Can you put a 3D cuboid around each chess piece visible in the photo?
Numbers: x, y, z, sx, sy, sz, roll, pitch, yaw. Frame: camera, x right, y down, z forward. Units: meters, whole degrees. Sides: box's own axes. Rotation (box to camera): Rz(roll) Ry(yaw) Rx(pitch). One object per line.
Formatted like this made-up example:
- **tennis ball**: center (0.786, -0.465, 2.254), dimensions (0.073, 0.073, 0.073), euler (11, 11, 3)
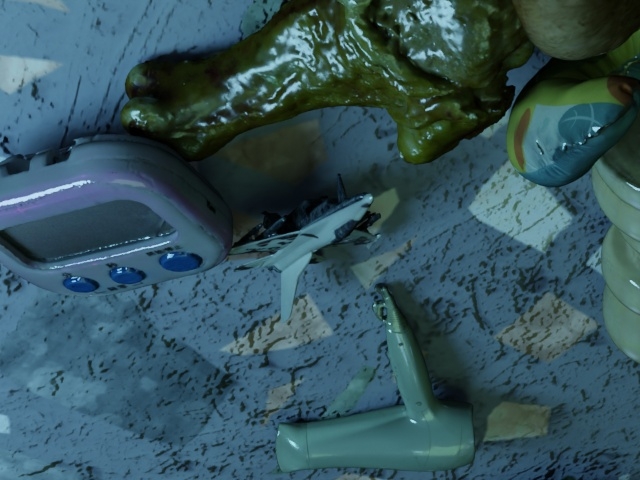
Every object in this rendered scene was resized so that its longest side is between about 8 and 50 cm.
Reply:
- **chess piece**: center (0.328, 0.001, 1.598), dimensions (0.167, 0.167, 0.300), euler (-9, 140, 0)

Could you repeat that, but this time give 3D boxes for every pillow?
- **pillow**: center (0.244, -0.135, 1.398), dimensions (0.233, 0.214, 0.086), euler (-44, 98, -13)

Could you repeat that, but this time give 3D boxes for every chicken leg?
- **chicken leg**: center (0.030, -0.138, 1.428), dimensions (0.361, 0.140, 0.211), euler (-27, 115, 31)

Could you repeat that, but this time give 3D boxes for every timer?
- **timer**: center (-0.189, -0.020, 1.504), dimensions (0.208, 0.069, 0.191), euler (-12, 150, 24)

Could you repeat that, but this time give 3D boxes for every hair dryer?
- **hair dryer**: center (0.050, 0.139, 1.745), dimensions (0.206, 0.075, 0.237), euler (-4, 126, 3)

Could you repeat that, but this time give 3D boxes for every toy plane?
- **toy plane**: center (-0.006, -0.012, 1.553), dimensions (0.160, 0.082, 0.234), euler (-4, 153, -25)

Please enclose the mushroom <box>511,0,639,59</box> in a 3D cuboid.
- **mushroom**: center (0.196, -0.268, 1.263), dimensions (0.146, 0.278, 0.278), euler (-1, 141, 32)
